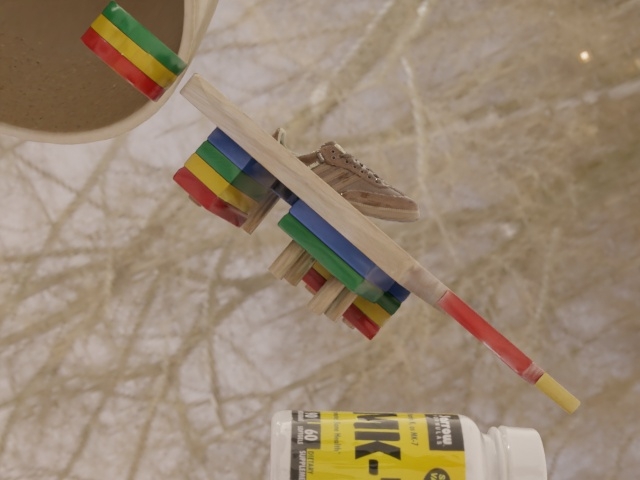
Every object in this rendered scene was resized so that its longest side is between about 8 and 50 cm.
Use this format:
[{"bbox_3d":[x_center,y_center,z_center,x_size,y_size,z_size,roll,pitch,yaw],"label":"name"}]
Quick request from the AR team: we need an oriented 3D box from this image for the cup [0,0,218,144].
[{"bbox_3d":[-0.184,-0.269,0.880,0.331,0.331,0.237,57,-137,-29],"label":"cup"}]

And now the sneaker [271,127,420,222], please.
[{"bbox_3d":[0.021,-0.070,1.374,0.066,0.188,0.071,2,-77,-80],"label":"sneaker"}]

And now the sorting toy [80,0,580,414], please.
[{"bbox_3d":[0.000,0.000,0.598,0.274,0.046,0.132,41,-178,16],"label":"sorting toy"}]

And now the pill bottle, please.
[{"bbox_3d":[0.064,0.194,0.994,0.119,0.209,0.119,-179,90,-88],"label":"pill bottle"}]
